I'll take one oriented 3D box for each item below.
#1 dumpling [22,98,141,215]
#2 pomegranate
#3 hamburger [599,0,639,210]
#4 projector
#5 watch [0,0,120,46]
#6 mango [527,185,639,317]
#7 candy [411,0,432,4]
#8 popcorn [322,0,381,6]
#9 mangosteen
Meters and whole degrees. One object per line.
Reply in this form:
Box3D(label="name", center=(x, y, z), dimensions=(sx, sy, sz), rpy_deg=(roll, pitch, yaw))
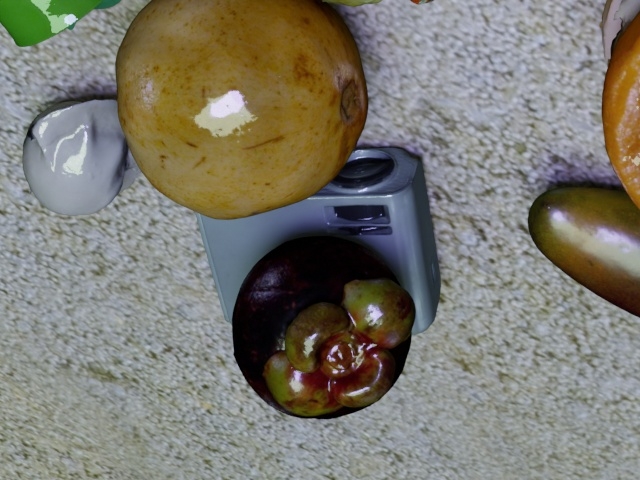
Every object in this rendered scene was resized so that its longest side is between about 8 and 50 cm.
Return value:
Box3D(label="dumpling", center=(-0.268, -0.092, 1.561), dimensions=(0.150, 0.092, 0.176), rpy_deg=(-2, 122, -1))
Box3D(label="pomegranate", center=(-0.087, -0.145, 1.360), dimensions=(0.264, 0.264, 0.264), rpy_deg=(7, 128, 9))
Box3D(label="hamburger", center=(0.413, -0.165, 1.224), dimensions=(0.330, 0.250, 0.330), rpy_deg=(5, 125, 7))
Box3D(label="projector", center=(0.000, 0.000, 1.547), dimensions=(0.250, 0.108, 0.198), rpy_deg=(-1, 127, 17))
Box3D(label="watch", center=(-0.282, -0.256, 1.395), dimensions=(0.165, 0.152, 0.131), rpy_deg=(-19, 123, 24))
Box3D(label="mango", center=(0.344, 0.014, 1.464), dimensions=(0.267, 0.111, 0.133), rpy_deg=(28, 144, -10))
Box3D(label="candy", center=(0.152, -0.297, 1.325), dimensions=(0.049, 0.055, 0.184), rpy_deg=(38, 118, -25))
Box3D(label="popcorn", center=(0.038, -0.322, 1.247), dimensions=(0.221, 0.184, 0.204), rpy_deg=(-8, 118, 21))
Box3D(label="mangosteen", center=(0.003, 0.096, 1.422), dimensions=(0.209, 0.210, 0.210), rpy_deg=(7, 128, 9))
